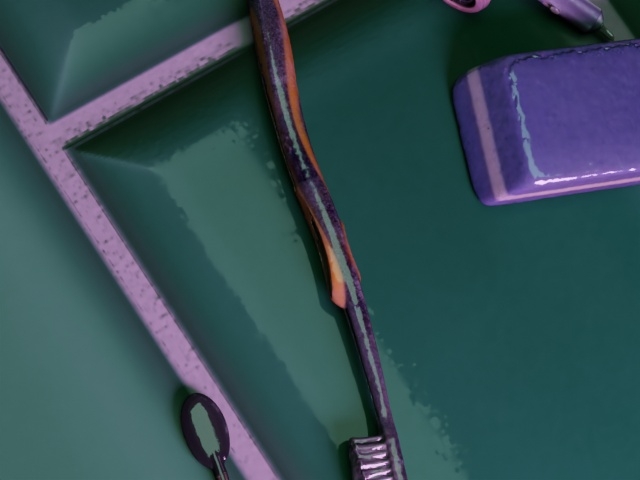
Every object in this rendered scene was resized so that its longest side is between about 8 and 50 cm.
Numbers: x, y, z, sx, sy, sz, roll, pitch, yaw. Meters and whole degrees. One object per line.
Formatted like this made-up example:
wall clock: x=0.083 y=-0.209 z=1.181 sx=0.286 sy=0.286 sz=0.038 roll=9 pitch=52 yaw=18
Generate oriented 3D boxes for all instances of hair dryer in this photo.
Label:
hair dryer: x=0.128 y=-0.148 z=0.853 sx=0.114 sy=0.037 sz=0.063 roll=32 pitch=73 yaw=-10

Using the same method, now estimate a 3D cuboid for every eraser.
eraser: x=0.193 y=-0.077 z=0.844 sx=0.225 sy=0.036 sz=0.082 roll=-9 pitch=77 yaw=-14

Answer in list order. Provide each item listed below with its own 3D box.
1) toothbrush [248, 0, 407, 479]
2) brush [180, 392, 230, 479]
toothbrush: x=0.003 y=-0.001 z=0.790 sx=0.031 sy=0.023 sz=0.321 roll=-9 pitch=78 yaw=-17
brush: x=-0.053 y=0.120 z=0.753 sx=0.024 sy=0.008 sz=0.083 roll=-18 pitch=80 yaw=-18
